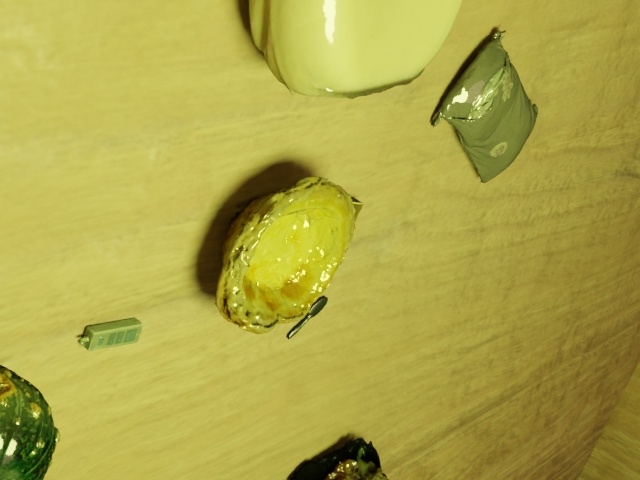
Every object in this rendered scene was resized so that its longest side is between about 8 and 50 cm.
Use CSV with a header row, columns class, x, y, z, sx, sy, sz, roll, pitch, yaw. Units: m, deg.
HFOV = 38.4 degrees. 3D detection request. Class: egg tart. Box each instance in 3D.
class,x,y,z,sx,sy,sz,roll,pitch,yaw
egg tart,-0.052,0.012,1.113,0.213,0.090,0.212,-34,143,-31

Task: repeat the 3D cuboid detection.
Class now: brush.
class,x,y,z,sx,sy,sz,roll,pitch,yaw
brush,-0.019,0.112,1.326,0.083,0.008,0.024,-46,149,-13

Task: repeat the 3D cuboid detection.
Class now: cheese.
class,x,y,z,sx,sy,sz,roll,pitch,yaw
cheese,0.043,-0.266,0.947,0.266,0.127,0.233,-25,135,-42

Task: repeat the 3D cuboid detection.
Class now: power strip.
class,x,y,z,sx,sy,sz,roll,pitch,yaw
power strip,-0.235,0.106,1.031,0.083,0.017,0.027,-7,124,-52

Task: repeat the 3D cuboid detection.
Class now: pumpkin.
class,x,y,z,sx,sy,sz,roll,pitch,yaw
pumpkin,-0.340,0.193,0.850,0.190,0.146,0.190,-35,143,-32

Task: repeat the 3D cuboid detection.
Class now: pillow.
class,x,y,z,sx,sy,sz,roll,pitch,yaw
pillow,0.262,-0.187,1.369,0.169,0.059,0.255,-56,147,-3

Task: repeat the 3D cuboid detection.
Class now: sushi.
class,x,y,z,sx,sy,sz,roll,pitch,yaw
sushi,0.062,0.482,1.583,0.238,0.219,0.225,-45,143,-17

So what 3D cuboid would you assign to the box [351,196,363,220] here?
class,x,y,z,sx,sy,sz,roll,pitch,yaw
box,0.000,0.000,1.233,0.090,0.023,0.133,3,118,-52
